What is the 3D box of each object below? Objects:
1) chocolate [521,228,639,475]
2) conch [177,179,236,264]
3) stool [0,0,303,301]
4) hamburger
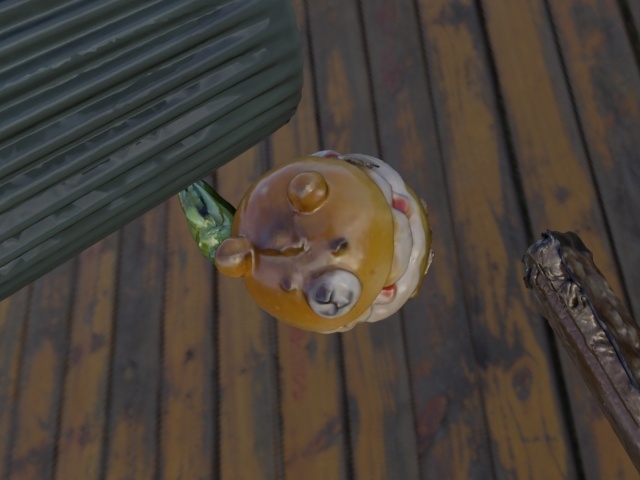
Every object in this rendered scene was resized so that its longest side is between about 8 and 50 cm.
[{"bbox_3d":[0.239,0.136,0.834,0.065,0.102,0.329,-37,68,20],"label":"chocolate"},{"bbox_3d":[-0.167,-0.031,1.786,0.079,0.095,0.200,-41,65,7],"label":"conch"},{"bbox_3d":[-0.212,-0.124,0.834,0.330,0.297,0.297,-29,39,-19],"label":"stool"},{"bbox_3d":[0.000,0.000,1.629,0.276,0.237,0.276,0,89,28],"label":"hamburger"}]
